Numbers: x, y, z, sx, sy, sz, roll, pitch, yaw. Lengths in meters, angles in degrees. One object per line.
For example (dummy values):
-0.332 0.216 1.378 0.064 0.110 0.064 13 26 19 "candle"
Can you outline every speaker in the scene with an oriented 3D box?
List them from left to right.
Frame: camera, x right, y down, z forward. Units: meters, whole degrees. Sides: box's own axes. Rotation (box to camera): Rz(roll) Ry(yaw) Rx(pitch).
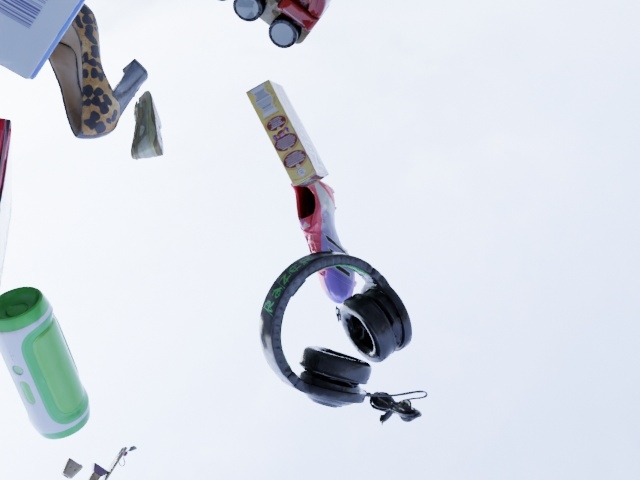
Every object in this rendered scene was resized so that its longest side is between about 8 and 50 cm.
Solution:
-0.539 0.237 2.167 0.131 0.296 0.131 -10 -149 6 "speaker"

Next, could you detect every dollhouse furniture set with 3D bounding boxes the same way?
-0.293 0.297 1.484 0.081 0.091 0.114 -59 -168 -24 "dollhouse furniture set"

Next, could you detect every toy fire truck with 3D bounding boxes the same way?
-0.052 -0.511 2.029 0.246 0.217 0.158 -48 -171 36 "toy fire truck"

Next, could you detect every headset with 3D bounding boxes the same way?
0.045 0.186 1.954 0.243 0.394 0.185 -50 -152 -15 "headset"

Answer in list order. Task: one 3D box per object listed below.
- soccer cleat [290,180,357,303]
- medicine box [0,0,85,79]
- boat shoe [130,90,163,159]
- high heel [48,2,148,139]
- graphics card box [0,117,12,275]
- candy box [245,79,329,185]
0.000 0.000 2.095 0.083 0.248 0.095 -24 158 35 "soccer cleat"
-0.297 -0.379 1.273 0.263 0.149 0.289 -43 -155 40 "medicine box"
-0.274 -0.179 1.746 0.048 0.056 0.153 -15 -135 0 "boat shoe"
-0.387 -0.266 1.637 0.093 0.261 0.186 -42 -163 41 "high heel"
-0.482 0.002 1.545 0.094 0.233 0.371 7 161 -12 "graphics card box"
-0.058 -0.187 1.992 0.053 0.187 0.109 -29 175 11 "candy box"
